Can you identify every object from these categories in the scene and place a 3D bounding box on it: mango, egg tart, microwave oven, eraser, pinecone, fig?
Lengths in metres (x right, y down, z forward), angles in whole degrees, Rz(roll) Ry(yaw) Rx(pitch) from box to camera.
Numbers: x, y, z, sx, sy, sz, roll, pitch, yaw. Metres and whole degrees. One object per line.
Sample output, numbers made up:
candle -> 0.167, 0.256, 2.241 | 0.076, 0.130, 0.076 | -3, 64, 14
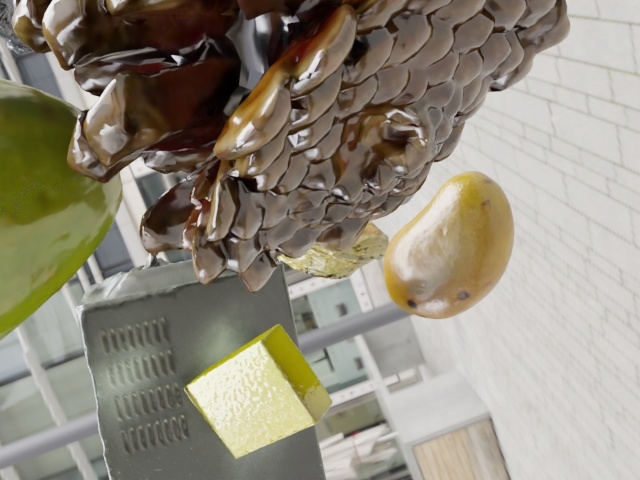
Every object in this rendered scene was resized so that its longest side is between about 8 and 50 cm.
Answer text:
mango -> 0.140, 0.014, 0.727 | 0.115, 0.178, 0.090 | 48, -148, 12
egg tart -> 0.000, 0.000, 1.553 | 0.341, 0.342, 0.132 | -117, 43, -73
microwave oven -> -0.180, 0.195, 0.946 | 0.432, 0.237, 0.374 | 167, 92, -73
eraser -> -0.064, 0.155, 0.687 | 0.097, 0.122, 0.045 | 56, -149, -2
pinecone -> -0.045, -0.179, 0.486 | 0.384, 0.385, 0.384 | 160, 90, -88
fig -> -0.317, -0.020, 0.517 | 0.258, 0.326, 0.258 | 52, 156, 34

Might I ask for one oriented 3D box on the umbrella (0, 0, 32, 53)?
umbrella -> -0.525, -0.361, 1.090 | 0.071, 0.080, 0.224 | 33, -178, 2

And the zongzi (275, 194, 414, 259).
zongzi -> 0.071, -0.087, 1.826 | 0.432, 0.404, 0.207 | -83, -18, -61
